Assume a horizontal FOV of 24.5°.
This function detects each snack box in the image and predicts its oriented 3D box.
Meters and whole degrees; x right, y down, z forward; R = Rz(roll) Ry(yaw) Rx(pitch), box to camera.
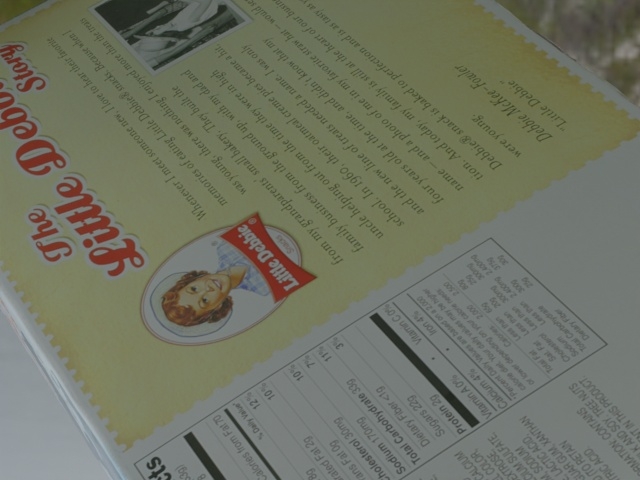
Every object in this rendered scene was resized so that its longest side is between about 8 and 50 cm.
[{"bbox_3d":[0.002,0.003,0.456,0.187,0.322,0.060,-31,136,-13],"label":"snack box"}]
